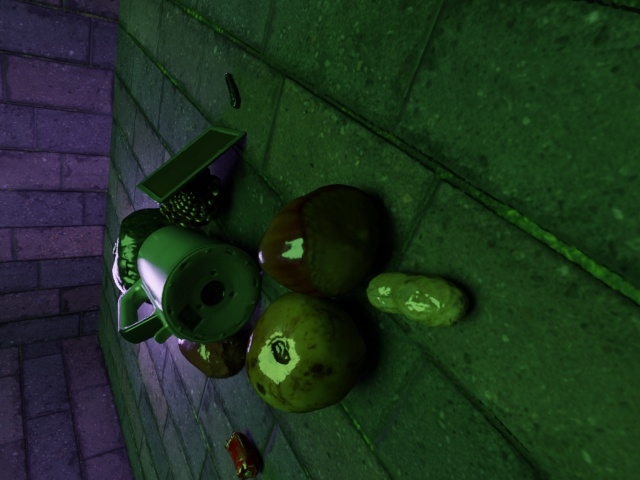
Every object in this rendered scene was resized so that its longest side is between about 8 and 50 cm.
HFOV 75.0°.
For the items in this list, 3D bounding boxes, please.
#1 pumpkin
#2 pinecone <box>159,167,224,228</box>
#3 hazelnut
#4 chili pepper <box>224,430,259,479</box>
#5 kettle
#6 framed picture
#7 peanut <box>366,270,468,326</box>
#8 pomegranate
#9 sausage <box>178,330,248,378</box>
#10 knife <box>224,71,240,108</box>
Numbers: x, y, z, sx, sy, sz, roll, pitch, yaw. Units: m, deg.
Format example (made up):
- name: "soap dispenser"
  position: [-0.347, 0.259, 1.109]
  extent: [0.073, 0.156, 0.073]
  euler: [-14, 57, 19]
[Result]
- name: "pumpkin"
  position: [-0.566, 0.050, 1.425]
  extent: [0.291, 0.257, 0.328]
  euler: [-164, 83, -68]
- name: "pinecone"
  position: [-0.376, -0.125, 1.219]
  extent: [0.212, 0.185, 0.169]
  euler: [-151, 42, -68]
- name: "hazelnut"
  position: [0.005, 0.008, 0.719]
  extent: [0.186, 0.210, 0.210]
  euler: [35, 125, 13]
- name: "chili pepper"
  position: [-0.215, 0.598, 1.154]
  extent: [0.123, 0.073, 0.070]
  euler: [43, 168, 45]
- name: "kettle"
  position: [-0.392, 0.133, 1.145]
  extent: [0.361, 0.250, 0.376]
  euler: [-49, 34, -15]
- name: "framed picture"
  position: [-0.361, -0.216, 1.155]
  extent: [0.232, 0.296, 0.019]
  euler: [28, 156, 50]
- name: "peanut"
  position: [0.136, 0.085, 0.626]
  extent: [0.174, 0.080, 0.080]
  euler: [4, 96, 52]
- name: "pomegranate"
  position: [-0.024, 0.197, 0.757]
  extent: [0.215, 0.215, 0.216]
  euler: [7, 98, 53]
- name: "sausage"
  position: [-0.305, 0.297, 1.181]
  extent: [0.279, 0.152, 0.152]
  euler: [8, 99, 53]
- name: "knife"
  position: [-0.243, -0.414, 1.145]
  extent: [0.031, 0.018, 0.121]
  euler: [-42, 58, 44]
